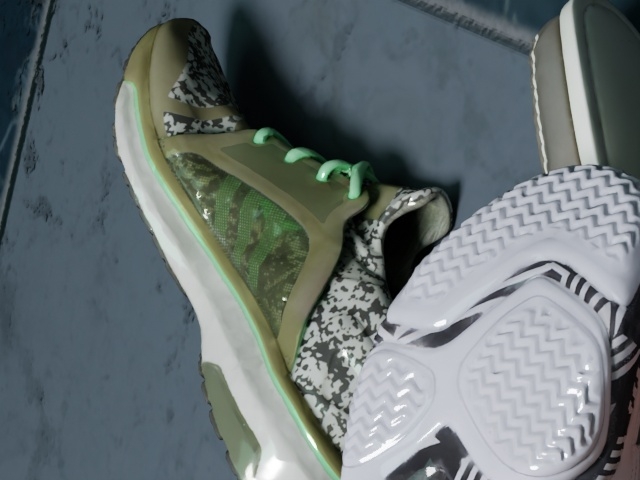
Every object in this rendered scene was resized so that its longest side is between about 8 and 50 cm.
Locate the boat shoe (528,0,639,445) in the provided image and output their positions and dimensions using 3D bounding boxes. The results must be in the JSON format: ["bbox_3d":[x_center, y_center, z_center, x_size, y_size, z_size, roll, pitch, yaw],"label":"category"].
[{"bbox_3d":[0.160,0.018,0.961,0.091,0.109,0.305,-26,72,41],"label":"boat shoe"}]

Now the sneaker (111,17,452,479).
[{"bbox_3d":[0.000,0.000,1.172,0.182,0.158,0.410,-30,59,11],"label":"sneaker"}]

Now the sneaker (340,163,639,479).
[{"bbox_3d":[0.106,0.156,0.882,0.137,0.210,0.366,16,81,44],"label":"sneaker"}]
